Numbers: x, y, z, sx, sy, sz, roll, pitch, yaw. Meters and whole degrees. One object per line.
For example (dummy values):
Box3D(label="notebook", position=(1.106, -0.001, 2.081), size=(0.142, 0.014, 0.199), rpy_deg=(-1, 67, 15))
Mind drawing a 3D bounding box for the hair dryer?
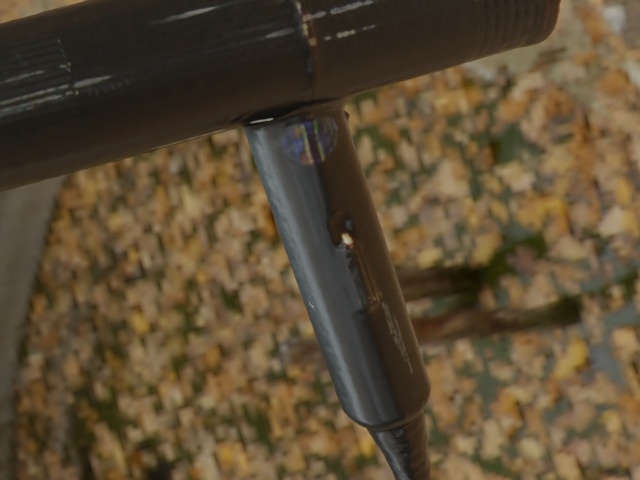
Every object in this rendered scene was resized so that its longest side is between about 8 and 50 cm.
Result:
Box3D(label="hair dryer", position=(-0.013, 0.008, 0.586), size=(0.050, 0.173, 0.195), rpy_deg=(-131, 32, -55))
